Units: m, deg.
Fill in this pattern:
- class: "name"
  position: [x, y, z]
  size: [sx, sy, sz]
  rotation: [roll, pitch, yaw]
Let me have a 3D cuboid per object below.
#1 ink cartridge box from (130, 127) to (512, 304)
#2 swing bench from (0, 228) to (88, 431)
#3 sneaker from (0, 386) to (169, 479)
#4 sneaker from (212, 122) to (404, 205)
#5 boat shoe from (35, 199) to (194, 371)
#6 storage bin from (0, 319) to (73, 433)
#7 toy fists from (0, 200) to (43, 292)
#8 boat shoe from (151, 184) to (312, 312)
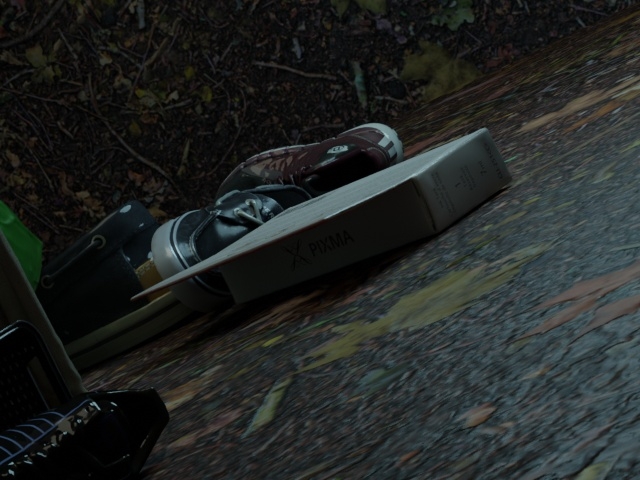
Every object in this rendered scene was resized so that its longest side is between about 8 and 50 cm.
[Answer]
- class: "ink cartridge box"
  position: [0.000, 0.000, 1.711]
  size: [0.296, 0.066, 0.261]
  rotation: [-21, 7, 45]
- class: "swing bench"
  position: [-0.347, 0.104, 1.398]
  size: [0.254, 0.253, 0.165]
  rotation: [-31, 7, -40]
- class: "sneaker"
  position: [-0.175, 0.146, 1.121]
  size: [0.090, 0.081, 0.232]
  rotation: [-32, 2, 22]
- class: "sneaker"
  position: [-0.033, -0.072, 2.314]
  size: [0.281, 0.106, 0.162]
  rotation: [-24, 8, 16]
- class: "boat shoe"
  position: [-0.355, 0.096, 2.006]
  size: [0.500, 0.156, 0.187]
  rotation: [-25, 8, 26]
- class: "storage bin"
  position: [-0.251, 0.146, 1.254]
  size: [0.084, 0.122, 0.180]
  rotation: [-23, 6, 23]
- class: "toy fists"
  position: [-0.376, 0.063, 1.805]
  size: [0.096, 0.142, 0.279]
  rotation: [-13, 50, 26]
- class: "boat shoe"
  position: [-0.083, -0.005, 1.919]
  size: [0.102, 0.108, 0.301]
  rotation: [-35, -5, 22]
